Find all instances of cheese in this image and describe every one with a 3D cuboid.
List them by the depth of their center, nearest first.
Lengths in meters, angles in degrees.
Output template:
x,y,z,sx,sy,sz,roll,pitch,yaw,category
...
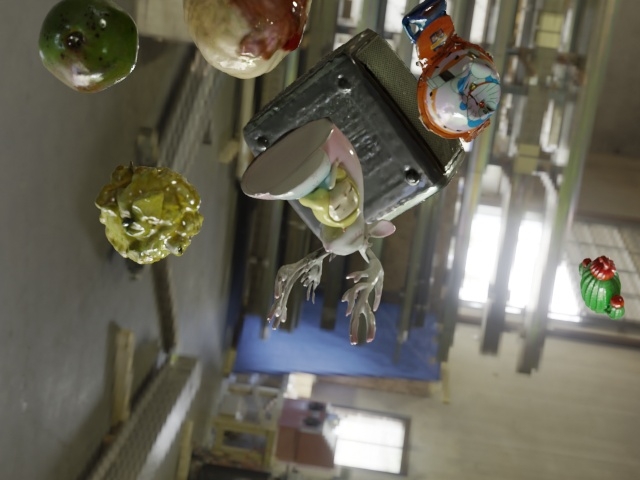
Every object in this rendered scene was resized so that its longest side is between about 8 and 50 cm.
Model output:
x,y,z,sx,sy,sz,roll,pitch,yaw,category
0.269,-0.351,2.114,0.129,0.217,0.329,27,-29,55,cheese

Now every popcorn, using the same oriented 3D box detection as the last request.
x,y,z,sx,sy,sz,roll,pitch,yaw,category
-0.345,-0.054,2.027,0.189,0.218,0.169,54,22,-30,popcorn

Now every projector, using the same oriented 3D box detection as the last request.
x,y,z,sx,sy,sz,roll,pitch,yaw,category
0.076,-0.240,2.464,0.395,0.405,0.242,-32,-170,35,projector

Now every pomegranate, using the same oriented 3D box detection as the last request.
x,y,z,sx,sy,sz,roll,pitch,yaw,category
-0.411,-0.357,1.859,0.224,0.182,0.181,-7,105,-79,pomegranate

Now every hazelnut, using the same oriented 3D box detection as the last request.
x,y,z,sx,sy,sz,roll,pitch,yaw,category
-0.145,-0.451,1.928,0.241,0.261,0.261,46,47,-51,hazelnut

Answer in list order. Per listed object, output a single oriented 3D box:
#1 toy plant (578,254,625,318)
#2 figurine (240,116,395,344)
x,y,z,sx,sy,sz,roll,pitch,yaw,category
0.648,0.108,2.318,0.240,0.088,0.154,84,-17,-87,toy plant
-0.009,-0.003,1.745,0.315,0.206,0.284,51,53,-36,figurine
